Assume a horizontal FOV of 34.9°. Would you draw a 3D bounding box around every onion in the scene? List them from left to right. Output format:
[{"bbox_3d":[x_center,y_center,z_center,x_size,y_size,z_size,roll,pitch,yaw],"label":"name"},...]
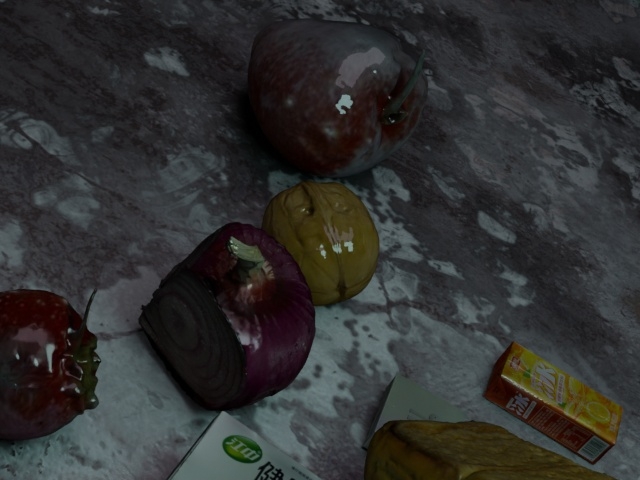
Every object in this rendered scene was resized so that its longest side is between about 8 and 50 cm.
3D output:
[{"bbox_3d":[-0.115,0.105,1.487,0.230,0.272,0.256,-25,101,-48],"label":"onion"}]

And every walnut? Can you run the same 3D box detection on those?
[{"bbox_3d":[0.000,0.000,1.686,0.193,0.193,0.226,8,47,-24],"label":"walnut"}]

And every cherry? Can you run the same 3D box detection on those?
[{"bbox_3d":[-0.407,0.159,1.302,0.249,0.192,0.175,-4,9,-17],"label":"cherry"},{"bbox_3d":[0.033,-0.280,1.899,0.326,0.291,0.335,-13,41,-17],"label":"cherry"}]

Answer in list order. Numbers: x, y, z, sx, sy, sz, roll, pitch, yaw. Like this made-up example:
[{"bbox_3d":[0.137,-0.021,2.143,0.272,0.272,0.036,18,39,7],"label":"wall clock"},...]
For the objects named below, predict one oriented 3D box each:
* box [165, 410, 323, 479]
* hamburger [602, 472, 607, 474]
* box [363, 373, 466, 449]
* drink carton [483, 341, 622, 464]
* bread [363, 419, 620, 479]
[{"bbox_3d":[-0.056,0.394,1.297,0.333,0.145,0.173,34,43,5],"label":"box"},{"bbox_3d":[0.430,0.497,1.488,0.211,0.132,0.309,36,40,10],"label":"hamburger"},{"bbox_3d":[0.148,0.294,1.580,0.129,0.051,0.130,30,42,-1],"label":"box"},{"bbox_3d":[0.396,0.274,1.728,0.223,0.071,0.096,31,42,2],"label":"drink carton"},{"bbox_3d":[0.251,0.357,1.342,0.328,0.148,0.337,20,6,41],"label":"bread"}]
